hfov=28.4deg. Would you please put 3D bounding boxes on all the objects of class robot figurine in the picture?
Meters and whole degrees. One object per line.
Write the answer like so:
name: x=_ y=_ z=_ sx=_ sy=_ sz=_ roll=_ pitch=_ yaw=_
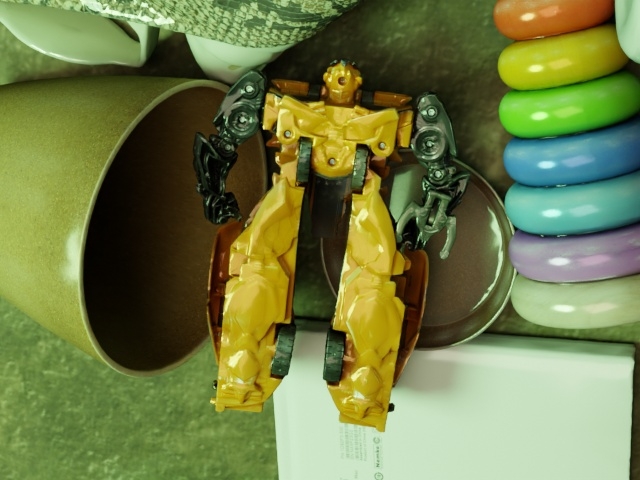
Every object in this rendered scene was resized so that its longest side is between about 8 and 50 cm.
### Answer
robot figurine: x=0.000 y=0.000 z=0.991 sx=0.211 sy=0.085 sz=0.291 roll=8 pitch=106 yaw=0

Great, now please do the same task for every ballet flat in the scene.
ballet flat: x=-0.136 y=-0.212 z=0.987 sx=0.482 sy=0.164 sz=0.182 roll=12 pitch=135 yaw=19

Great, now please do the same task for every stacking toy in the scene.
stacking toy: x=0.187 y=-0.109 z=0.925 sx=0.141 sy=0.141 sz=0.330 roll=-6 pitch=102 yaw=20

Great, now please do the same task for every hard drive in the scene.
hard drive: x=0.112 y=0.175 z=1.095 sx=0.307 sy=0.040 sz=0.203 roll=3 pitch=111 yaw=17

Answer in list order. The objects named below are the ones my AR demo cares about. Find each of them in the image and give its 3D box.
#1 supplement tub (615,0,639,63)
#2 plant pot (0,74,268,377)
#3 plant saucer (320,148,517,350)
supplement tub: x=0.349 y=-0.200 z=0.779 sx=0.316 sy=0.193 sz=0.194 roll=2 pitch=111 yaw=7
plant pot: x=-0.213 y=-0.039 z=1.035 sx=0.254 sy=0.237 sz=0.237 roll=17 pitch=115 yaw=27
plant saucer: x=0.082 y=0.006 z=1.038 sx=0.168 sy=0.029 sz=0.168 roll=5 pitch=104 yaw=20
